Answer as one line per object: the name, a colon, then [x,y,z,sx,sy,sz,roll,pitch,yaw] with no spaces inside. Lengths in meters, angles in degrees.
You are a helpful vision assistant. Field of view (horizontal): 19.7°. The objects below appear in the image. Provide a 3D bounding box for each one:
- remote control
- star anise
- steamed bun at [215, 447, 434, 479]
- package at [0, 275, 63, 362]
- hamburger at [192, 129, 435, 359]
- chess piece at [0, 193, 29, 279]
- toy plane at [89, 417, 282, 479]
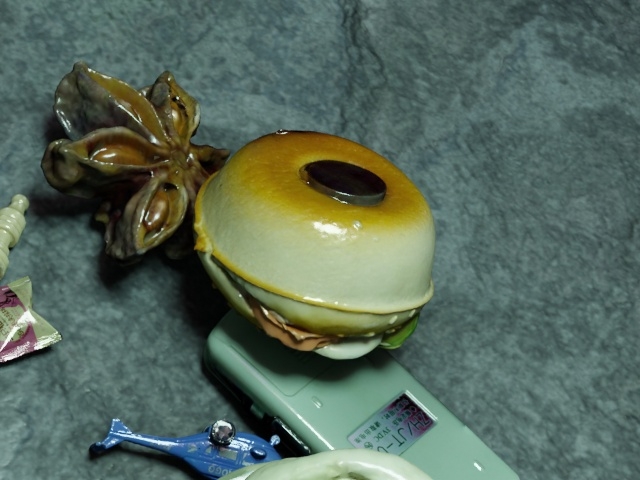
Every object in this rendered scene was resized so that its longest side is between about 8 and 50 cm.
remote control: [0.031,0.157,1.614,0.296,0.056,0.140,42,48,15]
star anise: [-0.172,-0.066,1.678,0.214,0.099,0.220,50,33,14]
steamed bun: [0.017,0.290,1.403,0.268,0.207,0.280,-29,85,5]
package: [-0.264,0.065,1.590,0.059,0.029,0.083,-18,51,-23]
hamburger: [-0.004,-0.001,1.603,0.237,0.147,0.237,16,30,-9]
chess piece: [-0.280,-0.007,1.638,0.035,0.035,0.092,23,45,-3]
toy plane: [-0.108,0.179,1.552,0.167,0.054,0.062,13,76,-12]
